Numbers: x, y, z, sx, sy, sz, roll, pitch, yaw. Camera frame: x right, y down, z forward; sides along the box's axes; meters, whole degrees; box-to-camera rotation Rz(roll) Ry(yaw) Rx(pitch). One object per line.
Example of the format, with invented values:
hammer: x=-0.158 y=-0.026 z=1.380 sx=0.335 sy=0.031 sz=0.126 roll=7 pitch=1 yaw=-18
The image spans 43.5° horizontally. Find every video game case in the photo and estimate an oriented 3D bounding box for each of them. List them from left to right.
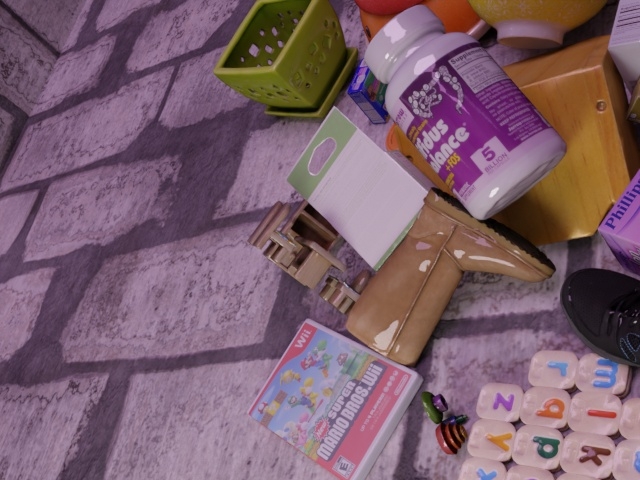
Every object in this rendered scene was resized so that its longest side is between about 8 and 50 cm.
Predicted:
video game case: x=0.016 y=0.262 z=1.346 sx=0.285 sy=0.025 sz=0.204 roll=20 pitch=74 yaw=48

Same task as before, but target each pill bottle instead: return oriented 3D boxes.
pill bottle: x=0.201 y=-0.192 z=1.173 sx=0.169 sy=0.169 sz=0.301 roll=-40 pitch=76 yaw=9

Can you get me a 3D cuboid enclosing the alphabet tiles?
alphabet tiles: x=0.322 y=0.281 z=1.064 sx=0.278 sy=0.021 sz=0.284 roll=-3 pitch=57 yaw=40

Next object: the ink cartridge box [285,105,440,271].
ink cartridge box: x=0.072 y=-0.088 z=1.347 sx=0.235 sy=0.056 sz=0.171 roll=46 pitch=120 yaw=18

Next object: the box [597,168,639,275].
box: x=0.538 y=-0.033 z=1.051 sx=0.213 sy=0.117 sz=0.243 roll=-53 pitch=40 yaw=-6

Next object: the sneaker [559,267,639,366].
sneaker: x=0.434 y=0.110 z=0.999 sx=0.125 sy=0.139 sz=0.341 roll=-39 pitch=41 yaw=-10

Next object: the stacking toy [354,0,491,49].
stacking toy: x=0.135 y=-0.605 z=1.582 sx=0.350 sy=0.480 sz=0.350 roll=-23 pitch=45 yaw=26

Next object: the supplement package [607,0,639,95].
supplement package: x=0.550 y=-0.314 z=1.205 sx=0.149 sy=0.194 sz=0.203 roll=0 pitch=58 yaw=40

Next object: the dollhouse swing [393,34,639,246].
dollhouse swing: x=0.358 y=-0.164 z=1.360 sx=0.347 sy=0.305 sz=0.315 roll=-13 pitch=92 yaw=33

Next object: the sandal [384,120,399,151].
sandal: x=0.208 y=-0.282 z=1.572 sx=0.265 sy=0.076 sz=0.102 roll=-47 pitch=40 yaw=1

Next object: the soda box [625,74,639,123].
soda box: x=0.541 y=-0.189 z=1.150 sx=0.181 sy=0.061 sz=0.058 roll=15 pitch=66 yaw=11

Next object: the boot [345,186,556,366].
boot: x=0.198 y=0.084 z=1.253 sx=0.236 sy=0.089 sz=0.269 roll=34 pitch=110 yaw=17

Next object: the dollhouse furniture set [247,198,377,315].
dollhouse furniture set: x=0.000 y=0.000 z=1.432 sx=0.161 sy=0.212 sz=0.242 roll=-53 pitch=13 yaw=-4

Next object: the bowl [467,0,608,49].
bowl: x=0.381 y=-0.429 z=1.430 sx=0.289 sy=0.289 sz=0.156 roll=10 pitch=95 yaw=45

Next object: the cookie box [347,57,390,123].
cookie box: x=0.112 y=-0.308 z=1.654 sx=0.040 sy=0.107 sz=0.092 roll=3 pitch=62 yaw=41

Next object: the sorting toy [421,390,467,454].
sorting toy: x=0.187 y=0.260 z=1.169 sx=0.042 sy=0.061 sz=0.102 roll=-31 pitch=58 yaw=18

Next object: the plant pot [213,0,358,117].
plant pot: x=-0.064 y=-0.401 z=1.806 sx=0.228 sy=0.207 sz=0.227 roll=12 pitch=68 yaw=45
